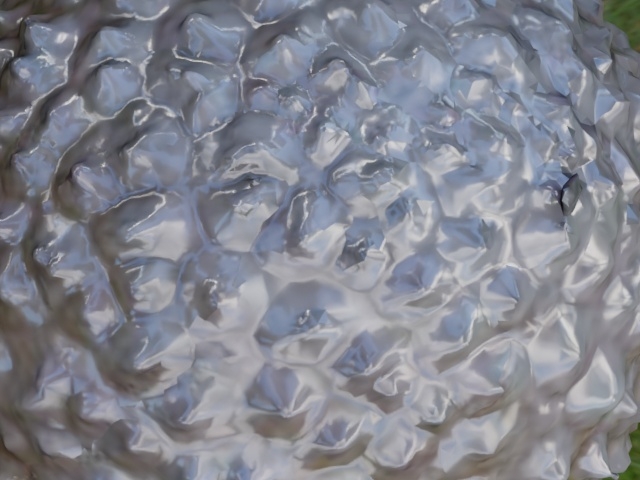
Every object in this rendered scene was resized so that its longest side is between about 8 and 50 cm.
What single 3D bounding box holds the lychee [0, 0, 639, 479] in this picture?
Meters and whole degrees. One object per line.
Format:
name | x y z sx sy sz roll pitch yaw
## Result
lychee | 0.000 -0.003 0.705 0.300 0.300 0.300 0 91 -7
